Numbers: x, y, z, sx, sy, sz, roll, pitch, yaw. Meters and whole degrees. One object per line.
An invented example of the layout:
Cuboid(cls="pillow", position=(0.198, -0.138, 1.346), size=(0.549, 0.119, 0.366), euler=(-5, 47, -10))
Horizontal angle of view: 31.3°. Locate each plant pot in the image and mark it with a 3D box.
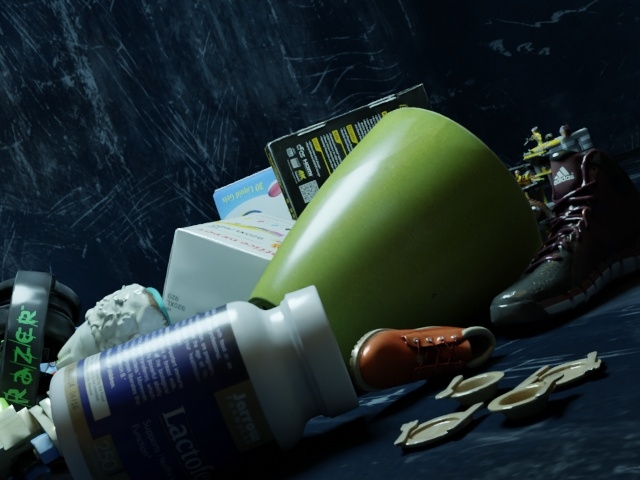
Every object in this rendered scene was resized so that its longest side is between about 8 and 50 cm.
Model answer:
Cuboid(cls="plant pot", position=(0.065, 0.036, 1.359), size=(0.293, 0.274, 0.275), euler=(-40, 10, -25))

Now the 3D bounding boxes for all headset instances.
Cuboid(cls="headset", position=(-0.436, 0.173, 1.586), size=(0.185, 0.243, 0.394), euler=(7, -12, -10))

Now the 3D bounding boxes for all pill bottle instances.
Cuboid(cls="pill bottle", position=(-0.106, 0.147, 1.080), size=(0.265, 0.153, 0.153), euler=(-22, 2, -1))

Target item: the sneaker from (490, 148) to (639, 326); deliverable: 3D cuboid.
Cuboid(cls="sneaker", position=(0.268, -0.014, 1.282), size=(0.281, 0.162, 0.106), euler=(-23, 5, -41))

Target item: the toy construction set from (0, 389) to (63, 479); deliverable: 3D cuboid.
Cuboid(cls="toy construction set", position=(-0.399, 0.247, 1.278), size=(0.328, 0.151, 0.215), euler=(-18, -28, -13))

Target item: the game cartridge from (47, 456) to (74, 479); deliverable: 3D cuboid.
Cuboid(cls="game cartridge", position=(-0.221, 0.235, 1.424), size=(0.196, 0.060, 0.294), euler=(-18, -1, -44))

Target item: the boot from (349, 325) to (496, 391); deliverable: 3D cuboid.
Cuboid(cls="boot", position=(0.101, 0.110, 1.119), size=(0.158, 0.059, 0.085), euler=(-10, 1, -42))

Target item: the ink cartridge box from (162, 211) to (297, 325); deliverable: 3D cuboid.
Cuboid(cls="ink cartridge box", position=(-0.079, 0.070, 1.545), size=(0.171, 0.168, 0.233), euler=(17, 15, 24))

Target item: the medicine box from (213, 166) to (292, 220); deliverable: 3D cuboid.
Cuboid(cls="medicine box", position=(0.000, 0.000, 1.956), size=(0.264, 0.289, 0.149), euler=(-20, 0, 29))

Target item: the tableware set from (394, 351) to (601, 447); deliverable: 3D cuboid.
Cuboid(cls="tableware set", position=(0.144, 0.126, 0.929), size=(0.169, 0.020, 0.141), euler=(-21, 2, 31))

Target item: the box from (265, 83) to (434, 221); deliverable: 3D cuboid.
Cuboid(cls="box", position=(0.090, -0.044, 1.744), size=(0.257, 0.322, 0.079), euler=(-22, 2, -7))

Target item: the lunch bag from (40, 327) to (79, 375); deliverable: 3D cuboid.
Cuboid(cls="lunch bag", position=(-0.385, 0.218, 2.066), size=(0.293, 0.138, 0.221), euler=(-13, -19, 0))

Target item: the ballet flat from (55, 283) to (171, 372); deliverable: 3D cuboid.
Cuboid(cls="ballet flat", position=(-0.251, 0.152, 1.375), size=(0.147, 0.147, 0.409), euler=(-22, -7, -15))

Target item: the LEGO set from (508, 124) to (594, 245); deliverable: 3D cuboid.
Cuboid(cls="LEGO set", position=(0.336, -0.079, 1.934), size=(0.255, 0.192, 0.331), euler=(-22, 2, -8))
